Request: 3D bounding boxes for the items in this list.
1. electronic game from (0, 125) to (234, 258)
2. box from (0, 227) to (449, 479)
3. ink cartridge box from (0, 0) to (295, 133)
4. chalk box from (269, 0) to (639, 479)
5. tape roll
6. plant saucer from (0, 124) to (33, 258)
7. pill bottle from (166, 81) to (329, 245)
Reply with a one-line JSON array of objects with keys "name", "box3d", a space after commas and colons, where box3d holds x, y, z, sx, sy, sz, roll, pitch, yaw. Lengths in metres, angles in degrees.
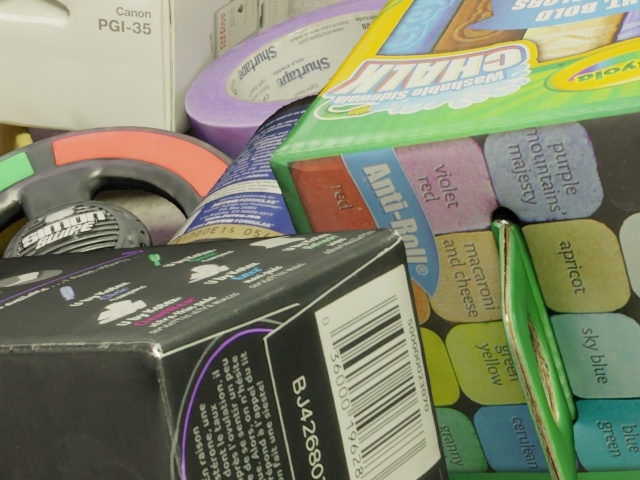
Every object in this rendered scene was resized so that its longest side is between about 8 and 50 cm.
[{"name": "electronic game", "box3d": [-0.143, 0.012, 0.833, 0.229, 0.048, 0.229, -7, 44, 7]}, {"name": "box", "box3d": [-0.101, 0.096, 0.530, 0.270, 0.165, 0.143, -4, 12, 34]}, {"name": "ink cartridge box", "box3d": [-0.156, -0.175, 1.069, 0.207, 0.117, 0.283, 8, 23, 14]}, {"name": "chalk box", "box3d": [0.108, -0.009, 0.608, 0.179, 0.180, 0.289, -6, 29, 28]}, {"name": "tape roll", "box3d": [0.012, -0.087, 0.936, 0.189, 0.080, 0.189, -17, 26, 9]}, {"name": "plant saucer", "box3d": [-0.362, -0.012, 1.063, 0.333, 0.081, 0.333, -24, 27, -5]}, {"name": "pill bottle", "box3d": [0.000, 0.000, 0.730, 0.123, 0.123, 0.219, -6, 30, 28]}]
